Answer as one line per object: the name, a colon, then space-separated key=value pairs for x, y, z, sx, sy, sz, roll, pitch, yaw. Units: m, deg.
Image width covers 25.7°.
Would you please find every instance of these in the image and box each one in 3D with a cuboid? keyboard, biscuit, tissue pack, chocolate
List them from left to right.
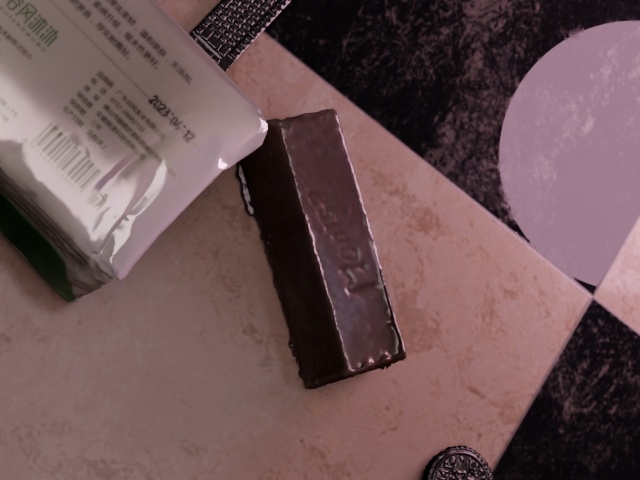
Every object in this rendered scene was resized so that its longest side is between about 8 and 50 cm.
tissue pack: x=-0.271 y=-0.147 z=1.446 sx=0.356 sy=0.194 sz=0.266 roll=47 pitch=68 yaw=-10
keyboard: x=-0.106 y=-0.244 z=1.621 sx=0.061 sy=0.013 sz=0.204 roll=44 pitch=70 yaw=-9
chocolate: x=0.000 y=0.000 z=1.571 sx=0.112 sy=0.112 sz=0.321 roll=-14 pitch=87 yaw=-25
biscuit: x=0.158 y=0.282 z=1.631 sx=0.087 sy=0.027 sz=0.089 roll=23 pitch=74 yaw=-15
